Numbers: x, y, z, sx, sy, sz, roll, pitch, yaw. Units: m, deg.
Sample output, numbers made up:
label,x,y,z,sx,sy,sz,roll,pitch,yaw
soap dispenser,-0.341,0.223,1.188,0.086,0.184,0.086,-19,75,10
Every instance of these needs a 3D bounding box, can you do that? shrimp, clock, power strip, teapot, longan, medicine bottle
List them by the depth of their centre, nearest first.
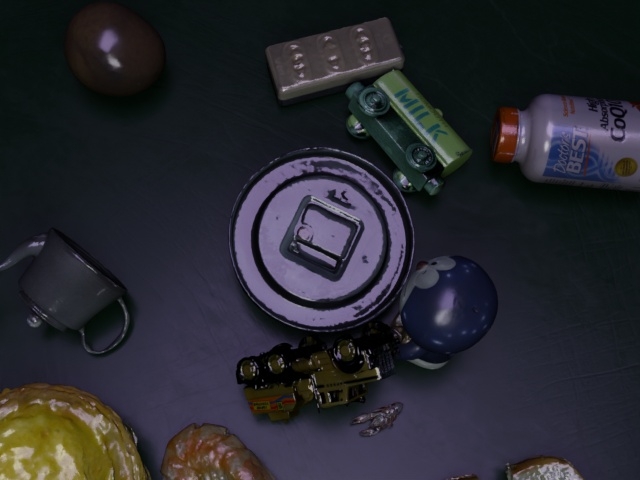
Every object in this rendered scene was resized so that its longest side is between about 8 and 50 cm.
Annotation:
label,x,y,z,sx,sy,sz,roll,pitch,yaw
shrimp,-0.132,0.412,1.406,0.294,0.062,0.154,37,83,19
clock,0.193,0.113,1.421,0.146,0.243,0.199,39,73,9
shrimp,0.096,0.296,1.469,0.092,0.029,0.038,-19,80,-2
teapot,-0.421,0.092,1.475,0.239,0.162,0.149,43,83,-18
clock,0.001,0.000,1.522,0.318,0.066,0.319,1,79,-7
medicine bottle,0.450,-0.173,1.569,0.288,0.157,0.157,5,71,1
longan,-0.375,-0.345,1.617,0.189,0.189,0.189,0,71,-1
power strip,0.031,-0.336,1.665,0.256,0.070,0.105,-15,72,-7

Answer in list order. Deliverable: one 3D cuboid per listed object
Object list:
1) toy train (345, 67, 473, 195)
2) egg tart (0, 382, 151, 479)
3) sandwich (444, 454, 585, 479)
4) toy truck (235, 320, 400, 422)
label,x,y,z,sx,sy,sz,roll,pitch,yaw
toy train,0.162,-0.200,1.612,0.157,0.105,0.253,-31,73,-26
egg tart,-0.424,0.392,1.369,0.345,0.132,0.345,0,72,-1
sandwich,0.303,0.471,1.376,0.273,0.095,0.249,-13,68,-4
toy truck,-0.001,0.209,1.396,0.257,0.127,0.127,-20,83,30
